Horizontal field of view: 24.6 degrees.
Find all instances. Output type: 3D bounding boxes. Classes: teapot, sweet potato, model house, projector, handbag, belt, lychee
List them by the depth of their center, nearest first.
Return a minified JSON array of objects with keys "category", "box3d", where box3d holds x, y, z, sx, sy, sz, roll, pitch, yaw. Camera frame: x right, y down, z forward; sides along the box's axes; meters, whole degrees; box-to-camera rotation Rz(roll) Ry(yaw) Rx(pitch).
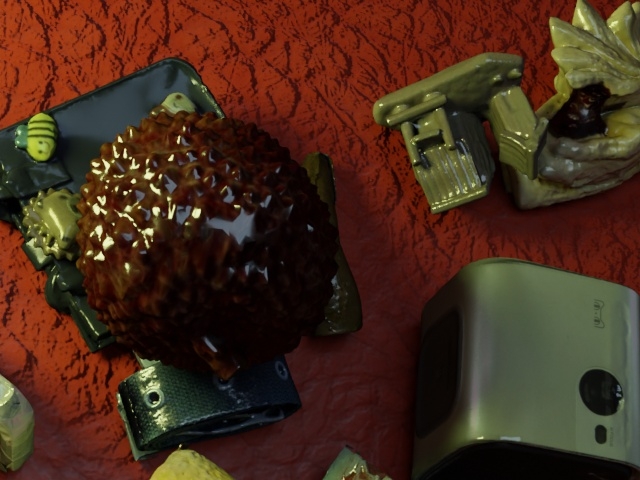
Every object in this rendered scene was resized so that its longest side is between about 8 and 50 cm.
[{"category":"teapot","box3d":[-0.432,0.171,1.669,0.163,0.178,0.221,-22,76,-27]},{"category":"lychee","box3d":[-0.130,0.007,1.685,0.306,0.306,0.330,4,57,-19]},{"category":"belt","box3d":[-0.139,0.178,1.811,0.218,0.122,0.128,-9,67,-23]},{"category":"projector","box3d":[0.263,0.192,1.884,0.249,0.248,0.249,13,62,-15]},{"category":"handbag","box3d":[-0.241,-0.051,1.884,0.329,0.122,0.303,-26,78,-27]},{"category":"sweet potato","box3d":[-0.006,0.003,1.978,0.112,0.085,0.285,30,39,-45]},{"category":"model house","box3d":[0.208,-0.141,2.070,0.229,0.122,0.188,-21,65,9]}]

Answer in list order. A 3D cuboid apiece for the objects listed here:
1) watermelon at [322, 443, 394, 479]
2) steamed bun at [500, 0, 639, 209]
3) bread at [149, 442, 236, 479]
[{"category":"watermelon","box3d":[0.111,0.393,1.762,0.262,0.201,0.212,32,68,-9]},{"category":"steamed bun","box3d":[0.444,-0.226,2.196,0.428,0.189,0.247,-18,66,-26]},{"category":"bread","box3d":[-0.147,0.349,1.698,0.170,0.197,0.197,41,58,14]}]
